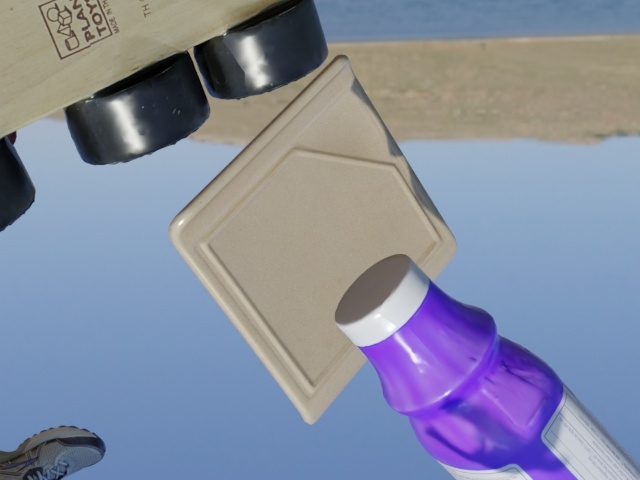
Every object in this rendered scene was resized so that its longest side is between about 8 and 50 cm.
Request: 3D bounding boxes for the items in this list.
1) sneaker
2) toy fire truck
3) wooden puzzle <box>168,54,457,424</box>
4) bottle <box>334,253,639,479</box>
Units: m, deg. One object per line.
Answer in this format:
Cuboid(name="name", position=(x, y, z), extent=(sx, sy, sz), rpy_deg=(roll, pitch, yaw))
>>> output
Cuboid(name="sneaker", position=(-0.245, 0.201, 0.983), extent=(0.135, 0.052, 0.058), rpy_deg=(-16, -137, -3))
Cuboid(name="toy fire truck", position=(-0.150, -0.125, 0.518), extent=(0.217, 0.158, 0.246), rpy_deg=(-31, -154, -22))
Cuboid(name="wooden puzzle", position=(0.000, 0.000, 0.980), extent=(0.044, 0.239, 0.221), rpy_deg=(11, -129, 49))
Cuboid(name="bottle", position=(0.125, 0.127, 0.809), extent=(0.092, 0.283, 0.118), rpy_deg=(-52, -161, -22))
